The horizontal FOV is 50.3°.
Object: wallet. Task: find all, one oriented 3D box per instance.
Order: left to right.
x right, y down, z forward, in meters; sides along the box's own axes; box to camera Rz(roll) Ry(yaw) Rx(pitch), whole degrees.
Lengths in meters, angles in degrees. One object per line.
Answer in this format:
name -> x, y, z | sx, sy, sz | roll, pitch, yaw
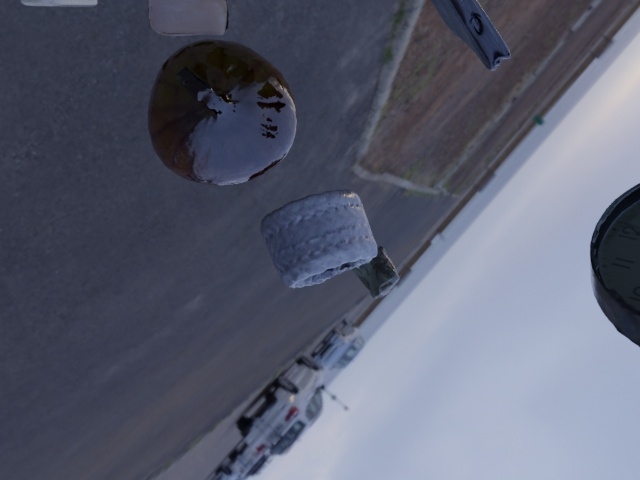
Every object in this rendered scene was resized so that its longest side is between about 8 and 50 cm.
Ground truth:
wallet -> 0.192, -0.341, 0.983 | 0.036, 0.167, 0.222 | -36, -152, 14

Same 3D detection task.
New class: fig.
fig -> -0.155, -0.194, 1.067 | 0.235, 0.235, 0.214 | -49, -146, 0

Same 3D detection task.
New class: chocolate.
chocolate -> -0.168, -0.291, 0.861 | 0.101, 0.031, 0.064 | -10, 117, -16

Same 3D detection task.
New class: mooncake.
mooncake -> 0.168, 0.092, 1.962 | 0.073, 0.125, 0.130 | -29, 168, -35

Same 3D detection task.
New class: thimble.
thimble -> 0.000, 0.000, 1.421 | 0.217, 0.157, 0.245 | -19, 172, 8

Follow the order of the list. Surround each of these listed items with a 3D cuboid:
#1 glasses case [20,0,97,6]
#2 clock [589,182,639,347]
glasses case -> -0.513, -0.486, 1.342 | 0.196, 0.083, 0.050 | -64, 160, -69
clock -> 0.493, 0.018, 0.836 | 0.312, 0.313, 0.061 | -45, 131, -22
